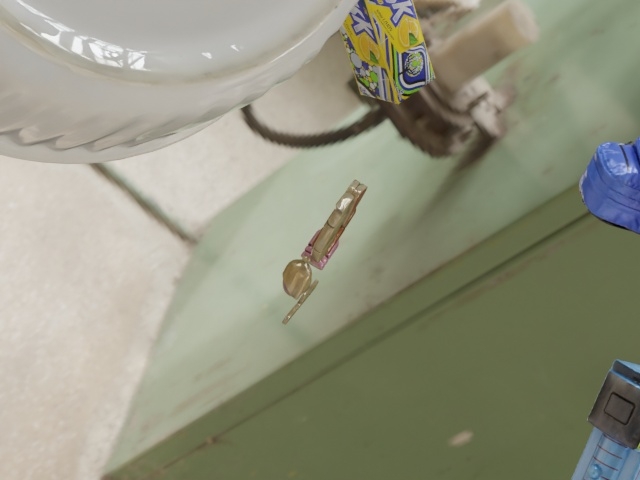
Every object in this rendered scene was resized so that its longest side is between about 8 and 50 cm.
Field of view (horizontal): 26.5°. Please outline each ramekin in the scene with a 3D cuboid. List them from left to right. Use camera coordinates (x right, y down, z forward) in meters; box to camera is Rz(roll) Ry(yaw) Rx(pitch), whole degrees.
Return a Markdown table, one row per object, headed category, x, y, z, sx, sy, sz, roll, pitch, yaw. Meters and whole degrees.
| category | x | y | z | sx | sy | sz | roll | pitch | yaw |
| --- | --- | --- | --- | --- | --- | --- | --- | --- | --- |
| ramekin | -0.073 | -0.129 | 0.448 | 0.207 | 0.109 | 0.207 | -1 | 92 | -28 |

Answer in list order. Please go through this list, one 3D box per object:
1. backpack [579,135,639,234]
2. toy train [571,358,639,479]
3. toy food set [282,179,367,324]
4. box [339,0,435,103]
| category | x | y | z | sx | sy | sz | roll | pitch | yaw |
| --- | --- | --- | --- | --- | --- | --- | --- | --- | --- |
| backpack | 0.359 | -0.066 | 1.535 | 0.120 | 0.101 | 0.098 | 15 | 30 | -10 |
| toy train | 0.276 | 0.196 | 1.200 | 0.105 | 0.184 | 0.080 | 17 | 10 | -36 |
| toy food set | 0.000 | 0.000 | 0.950 | 0.019 | 0.122 | 0.078 | 32 | 37 | 6 |
| box | 0.051 | -0.216 | 1.279 | 0.054 | 0.059 | 0.169 | -38 | 125 | -25 |
